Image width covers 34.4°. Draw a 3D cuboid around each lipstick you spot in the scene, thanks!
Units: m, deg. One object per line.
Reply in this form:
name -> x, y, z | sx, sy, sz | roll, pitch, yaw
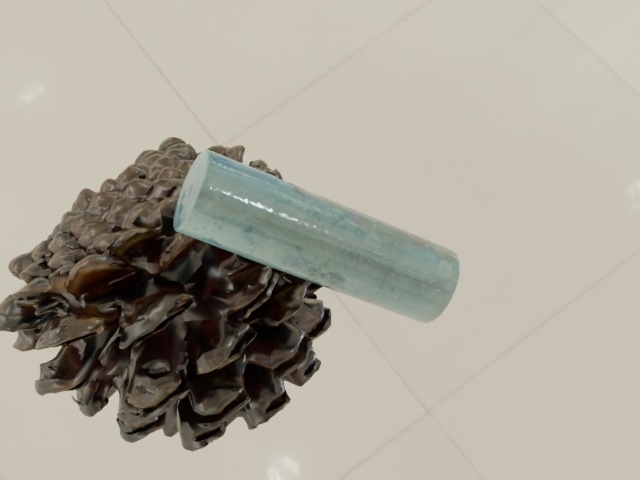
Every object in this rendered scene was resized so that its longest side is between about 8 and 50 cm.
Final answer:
lipstick -> 0.000, 0.000, 0.572 | 0.157, 0.048, 0.048 | 21, 67, -20

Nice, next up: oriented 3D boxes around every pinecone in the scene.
pinecone -> -0.090, 0.040, 0.698 | 0.221, 0.221, 0.222 | -5, 65, 10
